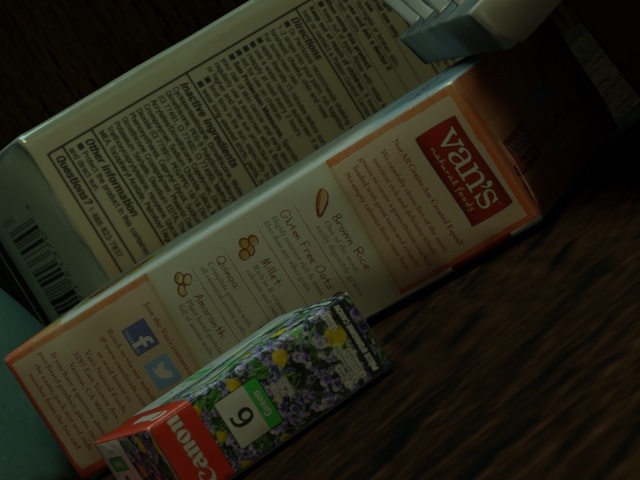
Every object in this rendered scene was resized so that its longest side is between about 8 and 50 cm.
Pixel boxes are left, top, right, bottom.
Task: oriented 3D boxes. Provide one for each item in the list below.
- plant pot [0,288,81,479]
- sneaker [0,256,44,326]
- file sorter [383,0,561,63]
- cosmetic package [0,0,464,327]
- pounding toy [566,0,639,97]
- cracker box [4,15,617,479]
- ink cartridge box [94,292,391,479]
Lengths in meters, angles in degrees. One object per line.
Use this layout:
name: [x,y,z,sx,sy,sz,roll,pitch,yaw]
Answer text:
plant pot: [-0.261,0.084,0.876,0.290,0.195,0.290,-32,4,2]
sneaker: [-0.274,0.076,1.455,0.146,0.122,0.330,-37,-26,27]
file sorter: [0.057,-0.195,0.735,0.193,0.173,0.277,-48,5,2]
cosmetic package: [-0.021,-0.050,1.037,0.296,0.153,0.129,-32,4,-25]
pounding toy: [0.168,-0.112,0.839,0.141,0.100,0.130,-33,17,24]
cracker box: [0.000,0.000,0.810,0.232,0.067,0.156,-32,3,25]
ink cartridge box: [-0.039,0.060,0.591,0.115,0.029,0.063,-33,4,-23]
